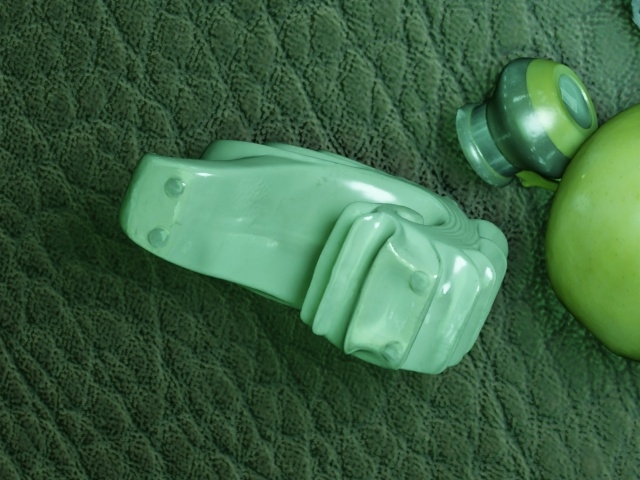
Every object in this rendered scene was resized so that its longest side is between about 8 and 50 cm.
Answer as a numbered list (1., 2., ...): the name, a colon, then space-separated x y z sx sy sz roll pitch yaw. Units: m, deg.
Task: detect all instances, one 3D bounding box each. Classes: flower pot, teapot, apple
1. flower pot: 0.000 0.000 1.686 0.367 0.254 0.164 23 105 12
2. teapot: 0.219 -0.105 1.684 0.119 0.130 0.165 -26 124 33
3. apple: 0.349 0.000 1.589 0.262 0.262 0.262 3 100 15

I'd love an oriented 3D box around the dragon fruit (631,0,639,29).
1. dragon fruit: 0.427 -0.279 1.553 0.221 0.204 0.283 25 132 38
